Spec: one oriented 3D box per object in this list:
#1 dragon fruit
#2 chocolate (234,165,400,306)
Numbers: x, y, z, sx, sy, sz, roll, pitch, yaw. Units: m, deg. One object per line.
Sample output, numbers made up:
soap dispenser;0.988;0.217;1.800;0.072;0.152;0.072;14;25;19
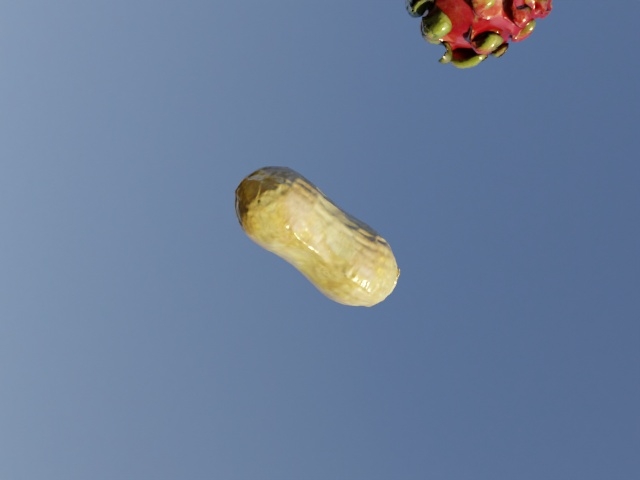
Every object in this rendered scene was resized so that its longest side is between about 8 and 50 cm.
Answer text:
dragon fruit;0.218;-0.348;1.263;0.198;0.273;0.218;3;-67;9
chocolate;0.000;0.000;1.407;0.134;0.309;0.134;-38;-151;26
